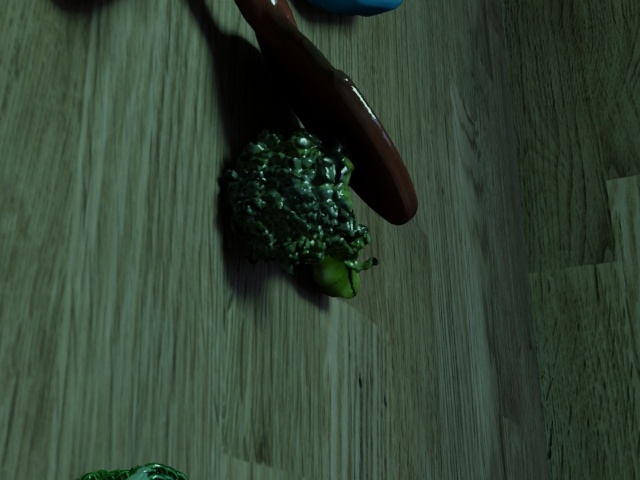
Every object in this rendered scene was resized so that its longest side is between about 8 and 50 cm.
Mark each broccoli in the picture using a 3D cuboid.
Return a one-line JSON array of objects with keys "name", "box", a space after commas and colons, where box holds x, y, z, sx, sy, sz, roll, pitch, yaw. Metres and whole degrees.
[{"name": "broccoli", "box": [-0.006, -0.003, 1.061, 0.304, 0.145, 0.165, 59, 18, -62]}]

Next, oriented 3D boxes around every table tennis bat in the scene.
[{"name": "table tennis bat", "box": [-0.010, -0.178, 1.042, 0.414, 0.051, 0.268, 56, -7, -31]}]

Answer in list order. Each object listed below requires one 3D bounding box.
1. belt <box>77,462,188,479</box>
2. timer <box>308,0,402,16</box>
[{"name": "belt", "box": [-0.130, 0.235, 0.688, 0.121, 0.079, 0.151, -75, 146, -46]}, {"name": "timer", "box": [0.026, -0.487, 1.331, 0.340, 0.115, 0.309, -30, 108, -67]}]
